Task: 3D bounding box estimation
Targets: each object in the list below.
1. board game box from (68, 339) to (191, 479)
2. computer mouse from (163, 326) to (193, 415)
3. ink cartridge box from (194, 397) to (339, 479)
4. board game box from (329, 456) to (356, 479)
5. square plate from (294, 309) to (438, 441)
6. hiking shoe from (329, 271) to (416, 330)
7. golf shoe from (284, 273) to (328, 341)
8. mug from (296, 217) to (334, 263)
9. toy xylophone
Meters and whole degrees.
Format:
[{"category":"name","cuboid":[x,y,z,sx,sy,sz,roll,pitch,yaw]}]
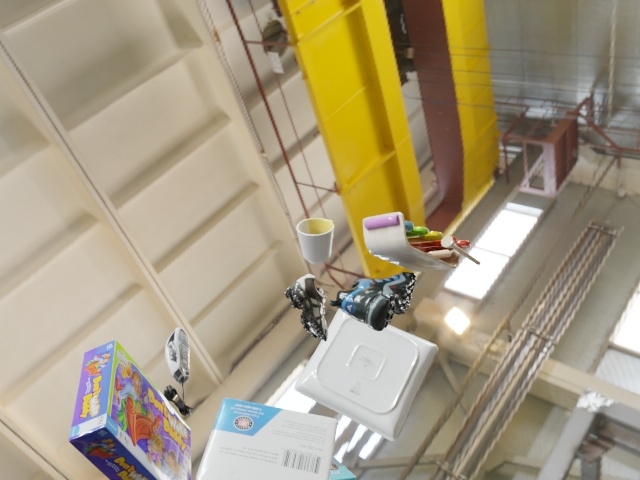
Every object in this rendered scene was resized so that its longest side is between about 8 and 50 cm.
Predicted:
[{"category":"board game box","cuboid":[-0.392,0.415,1.242,0.078,0.233,0.347,-23,-54,2]},{"category":"computer mouse","cuboid":[-0.323,0.287,1.295,0.106,0.042,0.193,66,-169,-53]},{"category":"ink cartridge box","cuboid":[-0.105,0.456,1.007,0.307,0.223,0.129,-75,-5,-48]},{"category":"board game box","cuboid":[0.025,0.723,1.545,0.079,0.336,0.253,-2,-97,-12]},{"category":"square plate","cuboid":[0.147,0.387,1.791,0.344,0.347,0.049,-57,-19,-31]},{"category":"hiking shoe","cuboid":[0.143,0.122,1.406,0.304,0.132,0.113,-12,-60,-64]},{"category":"golf shoe","cuboid":[-0.011,0.172,1.462,0.094,0.077,0.198,-46,-49,-30]},{"category":"mug","cuboid":[0.000,0.002,0.975,0.078,0.062,0.064,-15,-59,-22]},{"category":"toy xylophone","cuboid":[0.261,0.013,1.445,0.323,0.236,0.081,26,-116,-54]}]
